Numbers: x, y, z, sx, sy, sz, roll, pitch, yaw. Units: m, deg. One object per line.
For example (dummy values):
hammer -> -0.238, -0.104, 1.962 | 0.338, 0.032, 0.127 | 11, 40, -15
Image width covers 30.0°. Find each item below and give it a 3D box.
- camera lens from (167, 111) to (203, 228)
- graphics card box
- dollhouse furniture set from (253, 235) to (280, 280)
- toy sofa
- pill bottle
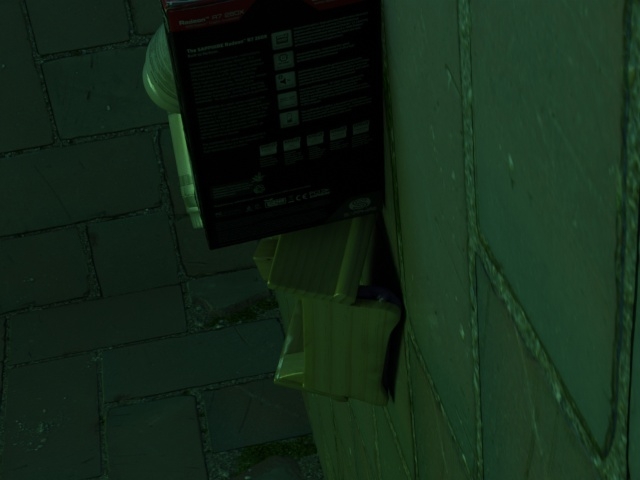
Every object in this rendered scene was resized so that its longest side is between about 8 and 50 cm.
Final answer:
camera lens -> -0.173, -0.174, 2.324 | 0.219, 0.219, 0.274 | -166, 66, -84
graphics card box -> -0.048, -0.164, 1.385 | 0.371, 0.233, 0.094 | 84, 169, -46
dollhouse furniture set -> -0.011, -0.152, 2.044 | 0.355, 0.174, 0.303 | -67, -33, -41
toy sofa -> 0.031, 0.091, 1.672 | 0.362, 0.177, 0.150 | 89, -167, -61
pill bottle -> -0.205, -0.317, 2.029 | 0.283, 0.160, 0.160 | 155, 106, -66
